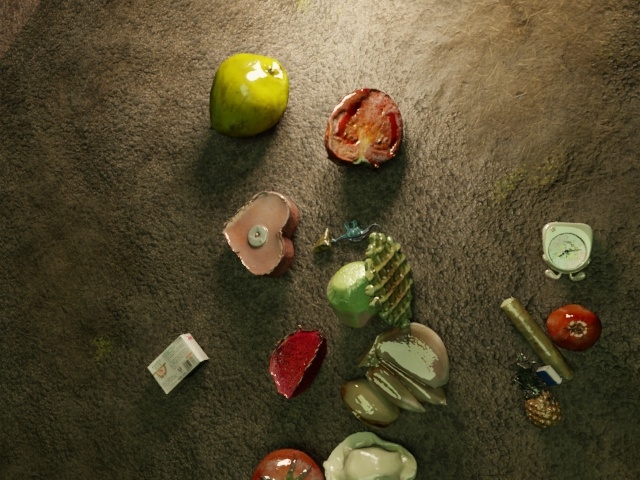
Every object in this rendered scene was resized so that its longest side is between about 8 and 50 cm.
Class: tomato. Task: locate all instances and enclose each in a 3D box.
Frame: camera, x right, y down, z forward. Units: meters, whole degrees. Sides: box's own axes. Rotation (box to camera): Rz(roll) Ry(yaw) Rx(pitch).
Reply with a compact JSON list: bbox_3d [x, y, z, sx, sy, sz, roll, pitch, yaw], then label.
[{"bbox_3d":[0.134,-0.391,1.924,0.308,0.170,0.309,1,88,-22],"label":"tomato"},{"bbox_3d":[-0.114,0.858,1.836,0.264,0.265,0.265,-1,85,14],"label":"tomato"}]

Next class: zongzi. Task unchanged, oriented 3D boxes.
[{"bbox_3d":[0.000,0.000,1.991,0.076,0.040,0.083,-18,69,19],"label":"zongzi"}]

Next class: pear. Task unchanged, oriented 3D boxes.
[{"bbox_3d":[-0.286,-0.522,1.996,0.375,0.287,0.287,-33,78,24],"label":"pear"}]

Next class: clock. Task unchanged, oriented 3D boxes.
[{"bbox_3d":[0.811,0.037,1.766,0.151,0.062,0.191,4,87,14],"label":"clock"}]

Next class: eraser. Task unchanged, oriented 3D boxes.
[{"bbox_3d":[0.741,0.441,1.736,0.027,0.085,0.063,-37,76,-13],"label":"eraser"}]

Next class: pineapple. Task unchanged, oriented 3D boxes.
[{"bbox_3d":[0.688,0.480,1.733,0.119,0.111,0.237,-35,75,36],"label":"pineapple"}]

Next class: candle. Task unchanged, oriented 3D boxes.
[{"bbox_3d":[-0.224,-0.016,2.006,0.287,0.131,0.317,-1,75,21],"label":"candle"}]

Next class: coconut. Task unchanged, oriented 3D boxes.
[{"bbox_3d":[0.134,0.192,1.853,0.204,0.236,0.236,-7,83,26],"label":"coconut"}]

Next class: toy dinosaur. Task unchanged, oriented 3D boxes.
[{"bbox_3d":[0.126,-0.033,1.957,0.197,0.045,0.080,-16,94,20],"label":"toy dinosaur"}]

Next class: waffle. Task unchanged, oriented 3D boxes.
[{"bbox_3d":[0.232,0.135,1.779,0.056,0.291,0.309,-15,60,31],"label":"waffle"}]

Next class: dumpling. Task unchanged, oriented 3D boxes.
[{"bbox_3d":[0.166,0.784,1.839,0.318,0.187,0.243,-20,41,0],"label":"dumpling"}]

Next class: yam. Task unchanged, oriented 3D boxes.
[{"bbox_3d":[0.715,0.325,1.761,0.071,0.067,0.317,-33,78,-19],"label":"yam"}]

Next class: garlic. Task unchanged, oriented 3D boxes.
[{"bbox_3d":[0.302,0.419,1.821,0.325,0.132,0.279,28,90,8],"label":"garlic"}]

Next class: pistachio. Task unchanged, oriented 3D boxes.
[{"bbox_3d":[0.166,0.562,1.847,0.215,0.144,0.144,33,94,18],"label":"pistachio"}]

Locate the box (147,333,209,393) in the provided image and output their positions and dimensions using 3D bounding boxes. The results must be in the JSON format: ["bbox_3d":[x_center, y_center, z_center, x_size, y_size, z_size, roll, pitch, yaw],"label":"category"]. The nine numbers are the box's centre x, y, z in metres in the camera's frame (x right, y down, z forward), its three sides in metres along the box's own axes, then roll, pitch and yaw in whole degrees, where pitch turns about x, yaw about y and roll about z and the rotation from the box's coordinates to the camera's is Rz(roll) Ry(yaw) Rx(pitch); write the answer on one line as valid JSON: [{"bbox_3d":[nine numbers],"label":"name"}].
[{"bbox_3d":[-0.550,0.475,2.066,0.199,0.081,0.135,-43,76,5],"label":"box"}]

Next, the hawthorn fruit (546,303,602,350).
[{"bbox_3d":[0.803,0.274,1.674,0.162,0.203,0.163,-2,83,12],"label":"hawthorn fruit"}]

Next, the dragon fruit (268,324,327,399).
[{"bbox_3d":[-0.084,0.425,1.937,0.161,0.126,0.274,26,83,25],"label":"dragon fruit"}]
